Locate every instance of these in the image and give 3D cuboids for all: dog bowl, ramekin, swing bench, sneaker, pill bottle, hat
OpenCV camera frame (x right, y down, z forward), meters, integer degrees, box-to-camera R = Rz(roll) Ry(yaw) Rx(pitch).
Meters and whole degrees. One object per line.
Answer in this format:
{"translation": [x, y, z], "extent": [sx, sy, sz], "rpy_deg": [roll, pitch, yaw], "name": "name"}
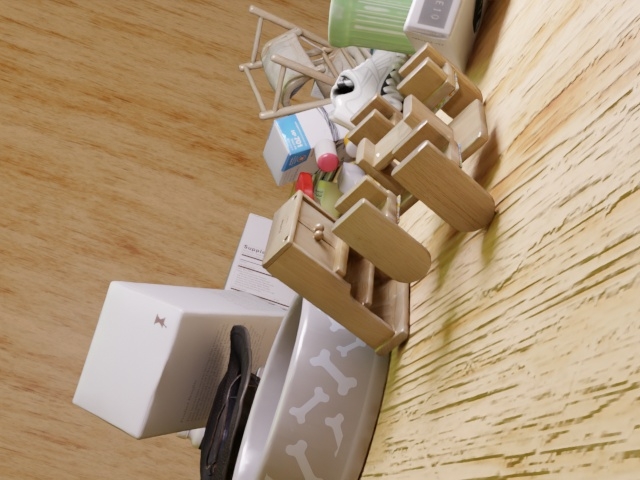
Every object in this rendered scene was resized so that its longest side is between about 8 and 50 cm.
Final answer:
{"translation": [-0.021, 0.211, 1.035], "extent": [0.349, 0.102, 0.349], "rpy_deg": [-162, 90, -84], "name": "dog bowl"}
{"translation": [0.118, -0.421, 1.267], "extent": [0.303, 0.148, 0.303], "rpy_deg": [14, -90, -86], "name": "ramekin"}
{"translation": [-0.029, -0.393, 1.940], "extent": [0.253, 0.254, 0.165], "rpy_deg": [-113, 30, -49], "name": "swing bench"}
{"translation": [0.083, -0.268, 1.486], "extent": [0.292, 0.118, 0.110], "rpy_deg": [-77, 7, -55], "name": "sneaker"}
{"translation": [-0.248, 0.453, 2.027], "extent": [0.094, 0.169, 0.094], "rpy_deg": [-161, 90, -84], "name": "pill bottle"}
{"translation": [-0.104, 0.301, 1.394], "extent": [0.331, 0.134, 0.331], "rpy_deg": [-168, 90, -79], "name": "hat"}

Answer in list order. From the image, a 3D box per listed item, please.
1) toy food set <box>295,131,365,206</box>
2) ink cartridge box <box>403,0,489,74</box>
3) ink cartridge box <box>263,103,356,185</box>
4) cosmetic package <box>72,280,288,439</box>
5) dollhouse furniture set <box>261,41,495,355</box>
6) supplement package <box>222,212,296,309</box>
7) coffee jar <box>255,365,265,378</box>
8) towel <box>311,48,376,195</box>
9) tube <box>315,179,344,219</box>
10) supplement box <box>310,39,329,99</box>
{"translation": [0.018, -0.082, 1.560], "extent": [0.104, 0.111, 0.232], "rpy_deg": [-99, 26, -50], "name": "toy food set"}
{"translation": [0.186, -0.329, 1.017], "extent": [0.275, 0.060, 0.239], "rpy_deg": [-72, -19, -1], "name": "ink cartridge box"}
{"translation": [-0.001, -0.191, 1.641], "extent": [0.082, 0.190, 0.139], "rpy_deg": [66, 160, 15], "name": "ink cartridge box"}
{"translation": [-0.226, 0.216, 1.613], "extent": [0.453, 0.161, 0.230], "rpy_deg": [14, -85, -64], "name": "cosmetic package"}
{"translation": [0.085, -0.026, 0.842], "extent": [0.242, 0.161, 0.212], "rpy_deg": [-42, 21, 29], "name": "dollhouse furniture set"}
{"translation": [-0.140, 0.119, 2.034], "extent": [0.177, 0.175, 0.293], "rpy_deg": [116, 171, -57], "name": "supplement package"}
{"translation": [-0.110, 0.329, 1.585], "extent": [0.096, 0.079, 0.184], "rpy_deg": [-85, 15, -67], "name": "coffee jar"}
{"translation": [0.041, -0.326, 2.175], "extent": [0.320, 0.090, 0.374], "rpy_deg": [121, 167, -60], "name": "towel"}
{"translation": [0.000, 0.000, 1.737], "extent": [0.070, 0.062, 0.240], "rpy_deg": [12, -88, -52], "name": "tube"}
{"translation": [0.059, -0.512, 2.468], "extent": [0.111, 0.114, 0.220], "rpy_deg": [-80, 9, -51], "name": "supplement box"}
